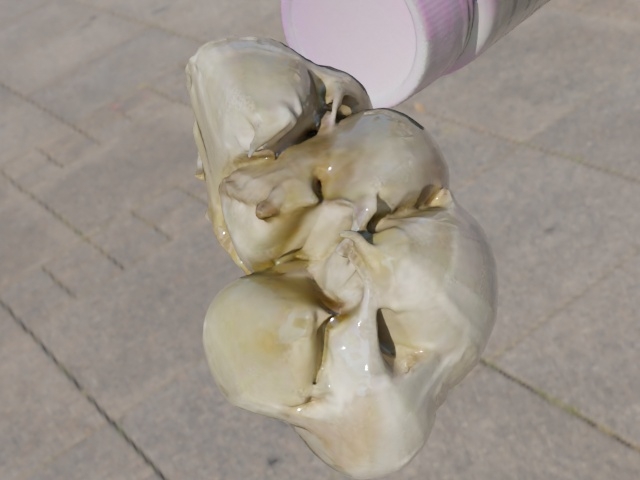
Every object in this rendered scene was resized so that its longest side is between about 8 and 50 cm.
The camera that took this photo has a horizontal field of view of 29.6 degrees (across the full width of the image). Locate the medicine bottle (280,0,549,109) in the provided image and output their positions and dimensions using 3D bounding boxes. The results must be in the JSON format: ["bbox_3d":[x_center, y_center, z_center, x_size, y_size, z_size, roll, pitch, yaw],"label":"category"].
[{"bbox_3d":[0.140,-0.315,1.439,0.219,0.219,0.388,2,30,37],"label":"medicine bottle"}]

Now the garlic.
[{"bbox_3d":[0.016,0.004,0.745,0.184,0.281,0.203,-4,-13,-7],"label":"garlic"}]
